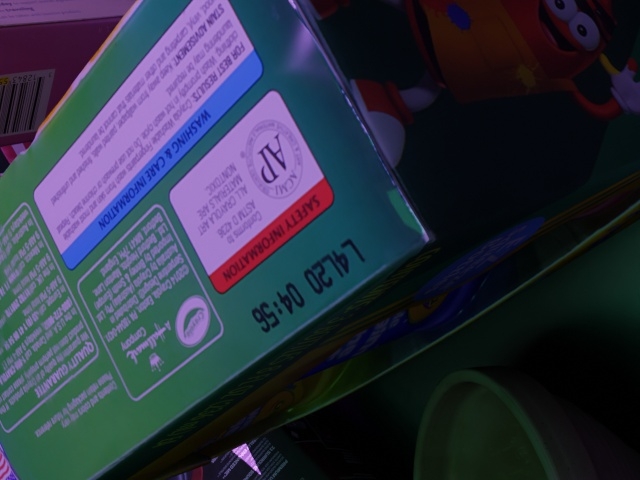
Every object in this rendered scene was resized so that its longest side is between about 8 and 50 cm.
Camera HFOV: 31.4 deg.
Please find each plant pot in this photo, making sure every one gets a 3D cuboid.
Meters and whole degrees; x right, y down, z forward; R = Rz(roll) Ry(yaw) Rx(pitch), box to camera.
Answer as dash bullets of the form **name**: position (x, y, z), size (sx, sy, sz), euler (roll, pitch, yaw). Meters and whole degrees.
- **plant pot**: position (0.153, 0.195, 0.737), size (0.237, 0.109, 0.238), euler (175, 90, -72)

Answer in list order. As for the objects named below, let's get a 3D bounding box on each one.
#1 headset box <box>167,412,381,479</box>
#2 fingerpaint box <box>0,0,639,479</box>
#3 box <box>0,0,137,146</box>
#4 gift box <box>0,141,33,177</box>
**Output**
- **headset box**: position (-0.088, 0.221, 0.942), size (0.293, 0.110, 0.218), euler (44, 99, 25)
- **fingerpaint box**: position (0.000, 0.000, 0.667), size (0.445, 0.371, 0.163), euler (-38, 76, 42)
- **box**: position (-0.289, -0.197, 0.987), size (0.243, 0.213, 0.117), euler (40, 126, 27)
- **gift box**: position (-0.318, 0.063, 1.070), size (0.258, 0.255, 0.276), euler (-37, 81, 45)
